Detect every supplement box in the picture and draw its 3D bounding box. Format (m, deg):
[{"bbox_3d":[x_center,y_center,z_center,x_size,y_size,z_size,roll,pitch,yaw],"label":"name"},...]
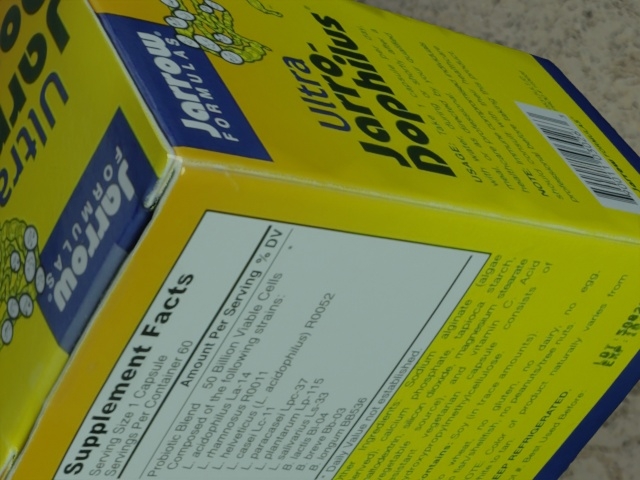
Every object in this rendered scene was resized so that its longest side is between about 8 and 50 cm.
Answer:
[{"bbox_3d":[0.000,0.000,0.709,0.356,0.194,0.195,9,35,-38],"label":"supplement box"}]
